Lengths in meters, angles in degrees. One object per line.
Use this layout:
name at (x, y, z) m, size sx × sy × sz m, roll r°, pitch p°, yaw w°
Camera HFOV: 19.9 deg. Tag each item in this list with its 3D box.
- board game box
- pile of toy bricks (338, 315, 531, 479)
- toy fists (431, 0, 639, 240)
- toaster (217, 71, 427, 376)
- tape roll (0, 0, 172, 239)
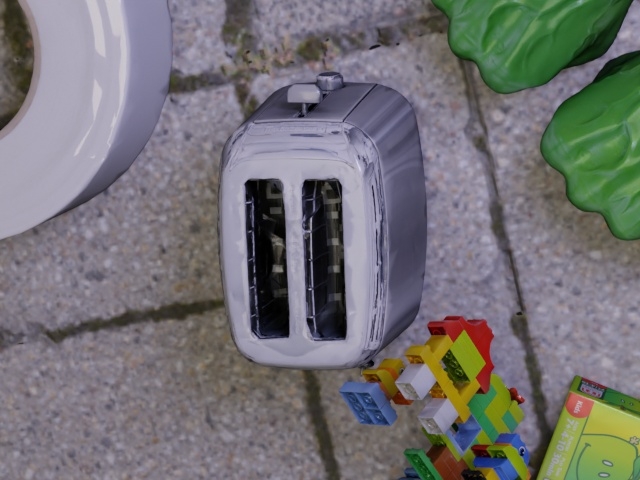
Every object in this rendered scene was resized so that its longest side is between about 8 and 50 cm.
board game box at (0.250, 0.174, 1.300) m, size 0.181 × 0.043 × 0.092 m, roll 21°, pitch 105°, yaw 10°
pile of toy bricks at (0.107, 0.135, 1.276) m, size 0.118 × 0.105 × 0.212 m, roll -3°, pitch 128°, yaw 49°
toy fists at (0.186, -0.120, 1.232) m, size 0.142 × 0.096 × 0.279 m, roll -38°, pitch 89°, yaw 9°
toaster at (0.000, 0.000, 1.274) m, size 0.129 × 0.146 × 0.227 m, roll 2°, pitch 102°, yaw 15°
tape roll at (-0.257, -0.144, 1.336) m, size 0.286 × 0.100 × 0.286 m, roll 3°, pitch 103°, yaw 14°
